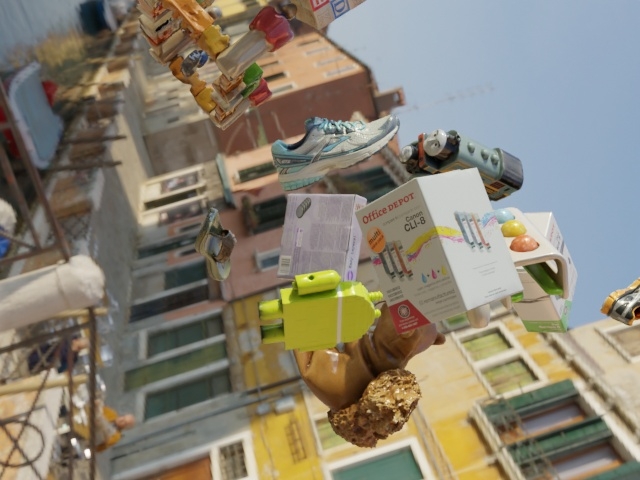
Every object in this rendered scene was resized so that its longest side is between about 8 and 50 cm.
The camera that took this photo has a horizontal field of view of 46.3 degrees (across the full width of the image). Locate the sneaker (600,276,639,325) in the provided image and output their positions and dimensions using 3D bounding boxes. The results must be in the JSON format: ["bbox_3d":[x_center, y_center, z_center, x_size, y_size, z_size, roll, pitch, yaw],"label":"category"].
[{"bbox_3d":[0.791,0.153,1.860,0.083,0.215,0.084,43,-36,39],"label":"sneaker"}]

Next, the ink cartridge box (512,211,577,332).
[{"bbox_3d":[0.572,0.086,1.965,0.273,0.115,0.198,53,47,-39],"label":"ink cartridge box"}]

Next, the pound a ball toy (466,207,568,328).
[{"bbox_3d":[0.366,0.038,1.537,0.319,0.208,0.135,-98,177,-69],"label":"pound a ball toy"}]

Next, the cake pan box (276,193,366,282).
[{"bbox_3d":[0.000,0.000,2.123,0.070,0.246,0.266,17,77,-50],"label":"cake pan box"}]

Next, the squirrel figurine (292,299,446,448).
[{"bbox_3d":[0.168,0.350,2.032,0.281,0.370,0.397,34,31,-46],"label":"squirrel figurine"}]

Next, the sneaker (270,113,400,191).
[{"bbox_3d":[0.026,-0.207,1.557,0.110,0.283,0.122,-88,152,-74],"label":"sneaker"}]

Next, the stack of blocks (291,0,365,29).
[{"bbox_3d":[0.000,-0.588,1.450,0.087,0.171,0.297,40,-19,42],"label":"stack of blocks"}]

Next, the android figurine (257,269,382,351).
[{"bbox_3d":[0.001,0.160,1.626,0.248,0.273,0.056,88,-9,-46],"label":"android figurine"}]

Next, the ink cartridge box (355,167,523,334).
[{"bbox_3d":[0.151,0.012,0.973,0.128,0.127,0.176,-29,-103,48],"label":"ink cartridge box"}]

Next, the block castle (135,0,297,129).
[{"bbox_3d":[-0.223,-0.459,1.660,0.303,0.213,0.453,47,-12,-2],"label":"block castle"}]

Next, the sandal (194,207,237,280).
[{"bbox_3d":[-0.262,0.013,1.996,0.302,0.086,0.120,79,26,-62],"label":"sandal"}]

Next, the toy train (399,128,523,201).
[{"bbox_3d":[0.365,-0.188,1.933,0.190,0.334,0.142,-29,-130,45],"label":"toy train"}]
